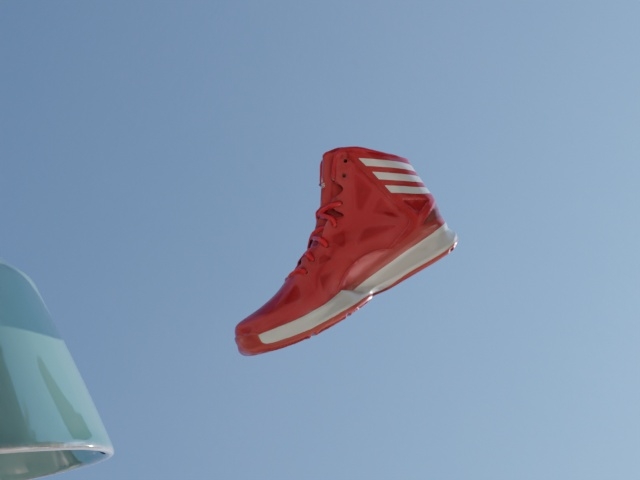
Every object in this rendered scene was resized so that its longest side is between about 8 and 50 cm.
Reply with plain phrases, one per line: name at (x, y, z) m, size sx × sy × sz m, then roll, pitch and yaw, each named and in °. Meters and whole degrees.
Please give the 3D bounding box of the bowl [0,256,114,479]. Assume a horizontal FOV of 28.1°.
bowl at (-0.314, 0.098, 0.919) m, size 0.312 × 0.311 × 0.163 m, roll -11°, pitch -103°, yaw 3°

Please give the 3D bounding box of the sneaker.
sneaker at (0.000, 0.000, 1.080) m, size 0.221 × 0.087 × 0.128 m, roll -30°, pitch -86°, yaw -27°
